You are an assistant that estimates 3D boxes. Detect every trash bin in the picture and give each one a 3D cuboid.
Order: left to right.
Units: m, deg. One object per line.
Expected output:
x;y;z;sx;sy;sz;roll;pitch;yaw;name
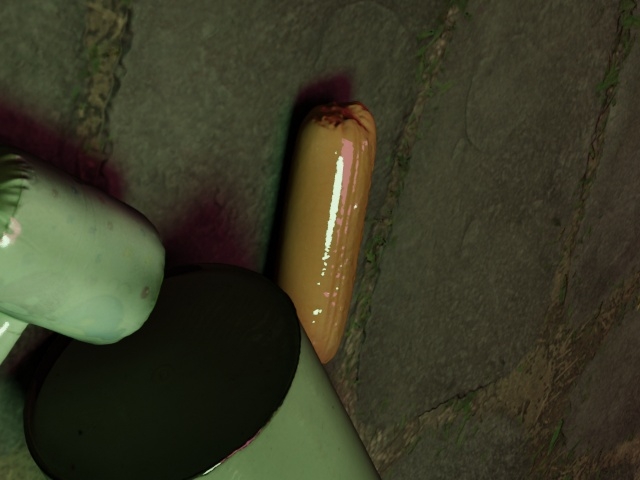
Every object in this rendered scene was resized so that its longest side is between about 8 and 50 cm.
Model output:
-0.072;0.255;1.012;0.280;0.280;0.432;-42;135;-22;trash bin

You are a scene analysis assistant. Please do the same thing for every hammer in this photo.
-0.272;0.094;0.830;0.335;0.119;0.206;-55;140;4;hammer

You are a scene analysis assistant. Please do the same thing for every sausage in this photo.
-0.001;0.001;1.077;0.086;0.086;0.289;-14;124;-43;sausage
